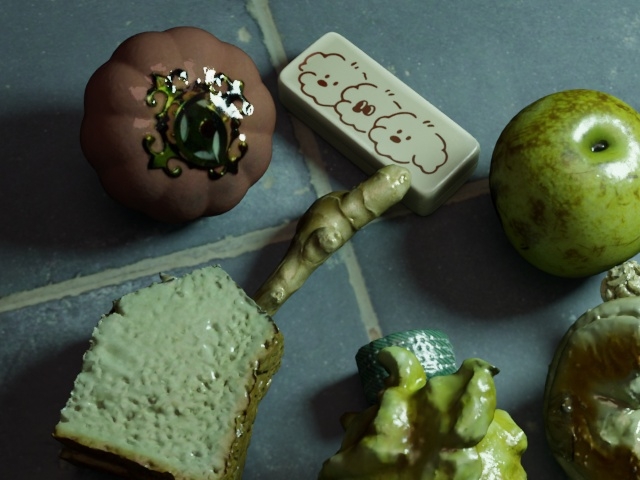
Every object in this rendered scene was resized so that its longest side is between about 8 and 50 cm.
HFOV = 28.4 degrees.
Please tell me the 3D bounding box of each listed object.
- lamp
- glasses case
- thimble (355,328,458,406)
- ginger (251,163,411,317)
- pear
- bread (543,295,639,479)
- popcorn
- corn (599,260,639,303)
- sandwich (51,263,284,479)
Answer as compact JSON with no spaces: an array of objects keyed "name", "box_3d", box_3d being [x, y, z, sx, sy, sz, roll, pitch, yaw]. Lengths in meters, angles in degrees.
[{"name":"lamp","box_3d":[-0.222,-0.177,1.947,0.305,0.239,0.305,-2,96,-21]},{"name":"glasses case","box_3d":[0.091,-0.191,2.039,0.336,0.076,0.144,39,69,19]},{"name":"thimble","box_3d":[0.123,0.186,1.816,0.135,0.118,0.090,-7,66,-21]},{"name":"ginger","box_3d":[0.000,0.000,1.915,0.333,0.081,0.148,-47,33,-18]},{"name":"pear","box_3d":[0.377,-0.080,1.875,0.283,0.283,0.283,0,62,1]},{"name":"bread","box_3d":[0.409,0.240,1.750,0.192,0.171,0.314,-13,82,38]},{"name":"popcorn","box_3d":[0.140,0.319,1.651,0.335,0.279,0.274,-46,42,-2]},{"name":"corn","box_3d":[0.486,0.114,1.833,0.211,0.087,0.087,45,64,-25]},{"name":"sandwich","box_3d":[-0.200,0.194,1.799,0.262,0.131,0.325,16,70,10]}]
